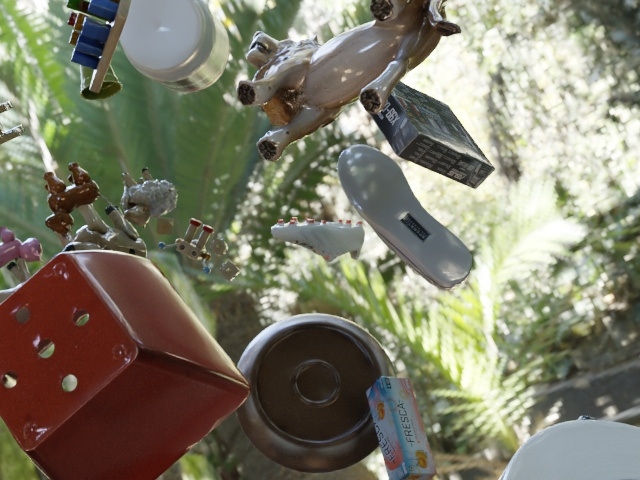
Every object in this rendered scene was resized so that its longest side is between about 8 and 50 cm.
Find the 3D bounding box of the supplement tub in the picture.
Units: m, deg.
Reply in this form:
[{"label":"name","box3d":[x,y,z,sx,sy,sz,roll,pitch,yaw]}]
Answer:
[{"label":"supplement tub","box3d":[-0.298,-0.412,1.980,0.191,0.191,0.272,-26,-1,5]}]

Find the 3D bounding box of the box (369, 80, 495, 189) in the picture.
[{"label":"box","box3d":[0.243,-0.259,2.246,0.307,0.242,0.076,16,-54,-46]}]

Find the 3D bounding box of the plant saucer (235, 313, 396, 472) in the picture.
[{"label":"plant saucer","box3d":[-0.008,0.269,1.785,0.310,0.311,0.050,-24,-25,-14]}]

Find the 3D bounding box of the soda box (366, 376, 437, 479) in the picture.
[{"label":"soda box","box3d":[0.135,0.323,1.634,0.063,0.183,0.058,9,-42,-29]}]

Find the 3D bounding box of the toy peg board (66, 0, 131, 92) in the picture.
[{"label":"toy peg board","box3d":[-0.316,-0.325,1.356,0.079,0.161,0.161,17,-38,-17]}]

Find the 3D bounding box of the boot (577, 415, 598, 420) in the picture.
[{"label":"boot","box3d":[0.495,0.467,1.803,0.083,0.247,0.161,6,29,42]}]

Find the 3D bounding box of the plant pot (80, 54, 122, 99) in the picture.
[{"label":"plant pot","box3d":[-0.438,-0.329,1.897,0.083,0.079,0.083,-15,-12,-3]}]

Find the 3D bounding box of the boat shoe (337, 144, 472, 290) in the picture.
[{"label":"boat shoe","box3d":[0.123,-0.030,1.468,0.096,0.267,0.088,-43,-12,-16]}]

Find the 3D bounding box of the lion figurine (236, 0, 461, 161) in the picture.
[{"label":"lion figurine","box3d":[0.043,-0.221,1.170,0.392,0.142,0.240,-13,20,38]}]

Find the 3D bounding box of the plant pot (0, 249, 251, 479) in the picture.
[{"label":"plant pot","box3d":[-0.296,0.165,1.249,0.267,0.267,0.236,-41,-23,-1]}]

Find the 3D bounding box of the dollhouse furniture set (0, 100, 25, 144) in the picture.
[{"label":"dollhouse furniture set","box3d":[-0.521,-0.202,1.280,0.161,0.212,0.242,-26,14,-8]}]

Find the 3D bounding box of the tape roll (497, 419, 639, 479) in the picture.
[{"label":"tape roll","box3d":[0.356,0.358,1.016,0.392,0.392,0.072,-18,-40,-43]}]

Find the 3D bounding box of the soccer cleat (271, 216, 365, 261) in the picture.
[{"label":"soccer cleat","box3d":[0.000,0.000,1.698,0.196,0.076,0.068,1,5,-37]}]

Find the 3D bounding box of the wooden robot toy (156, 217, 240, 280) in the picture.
[{"label":"wooden robot toy","box3d":[-0.214,0.010,1.732,0.076,0.173,0.079,-61,-5,-4]}]

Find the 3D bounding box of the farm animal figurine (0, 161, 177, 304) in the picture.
[{"label":"farm animal figurine","box3d":[-0.433,0.030,1.739,0.330,0.172,0.326,-48,-22,29]}]
